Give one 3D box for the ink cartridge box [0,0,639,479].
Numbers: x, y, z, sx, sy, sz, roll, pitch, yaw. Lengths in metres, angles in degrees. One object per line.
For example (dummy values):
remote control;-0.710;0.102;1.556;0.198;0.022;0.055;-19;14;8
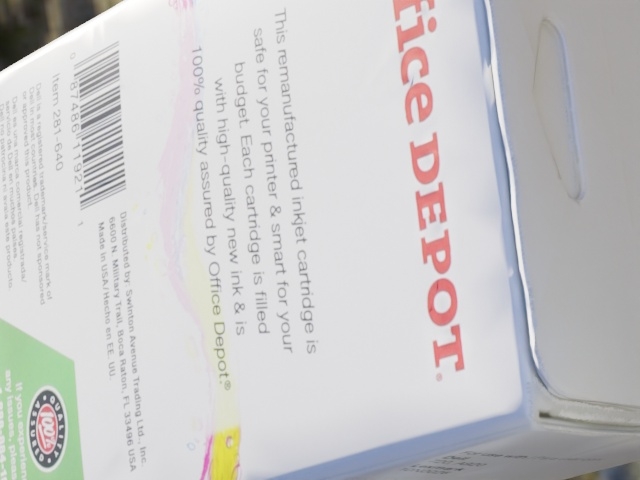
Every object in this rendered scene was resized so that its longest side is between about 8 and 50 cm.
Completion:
ink cartridge box;0.000;0.000;0.700;0.278;0.117;0.201;-21;68;43
